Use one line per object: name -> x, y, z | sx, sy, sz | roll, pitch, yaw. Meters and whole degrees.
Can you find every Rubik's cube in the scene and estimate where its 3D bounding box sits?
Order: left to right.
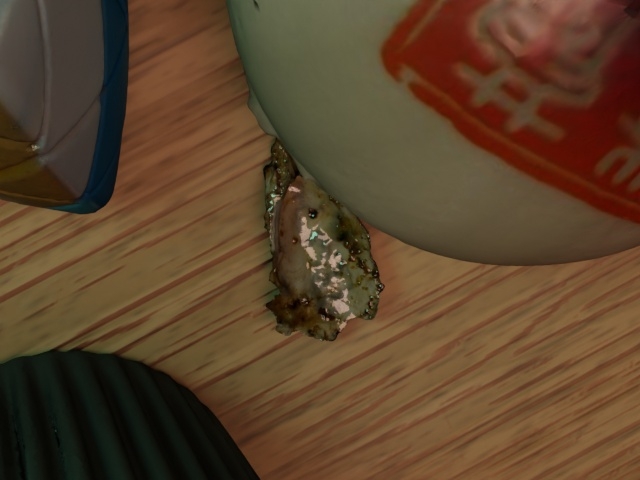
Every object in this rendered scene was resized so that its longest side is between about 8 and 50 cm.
Rubik's cube -> -0.175, -0.141, 0.932 | 0.254, 0.254, 0.254 | -4, 109, -13

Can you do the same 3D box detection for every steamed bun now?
steamed bun -> 0.133, -0.159, 0.992 | 0.374, 0.241, 0.375 | -4, 106, -15

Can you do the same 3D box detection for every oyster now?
oyster -> 0.000, 0.000, 1.122 | 0.086, 0.029, 0.132 | 1, 105, -21

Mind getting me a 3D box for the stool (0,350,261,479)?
stool -> -0.133, 0.236, 1.005 | 0.297, 0.330, 0.297 | -4, 109, -13
